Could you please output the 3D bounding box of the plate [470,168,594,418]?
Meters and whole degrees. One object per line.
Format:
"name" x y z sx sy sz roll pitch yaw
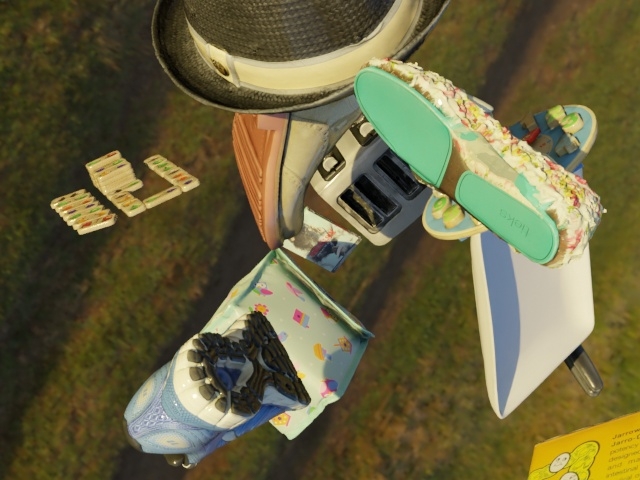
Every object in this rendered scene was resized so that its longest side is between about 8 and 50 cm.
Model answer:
"plate" 0.277 0.053 1.550 0.278 0.045 0.277 -32 120 -44

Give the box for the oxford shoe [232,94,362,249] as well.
"oxford shoe" -0.015 -0.120 1.291 0.147 0.140 0.397 -14 152 -13

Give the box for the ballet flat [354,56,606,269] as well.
"ballet flat" 0.128 -0.069 0.941 0.077 0.241 0.091 -28 153 -35

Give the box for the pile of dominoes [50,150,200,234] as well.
"pile of dominoes" -0.313 -0.087 1.806 0.196 0.251 0.040 -27 112 -15

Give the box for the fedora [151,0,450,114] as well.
"fedora" -0.038 -0.274 1.096 0.334 0.334 0.152 -49 141 -19

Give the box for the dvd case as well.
"dvd case" 0.000 0.000 2.054 0.119 0.013 0.087 28 116 -24

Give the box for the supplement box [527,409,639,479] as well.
"supplement box" 0.257 0.306 0.852 0.194 0.195 0.356 54 34 -17

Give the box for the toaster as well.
"toaster" 0.088 -0.101 1.788 0.168 0.110 0.186 -42 120 11

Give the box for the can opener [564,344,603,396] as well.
"can opener" 0.368 0.155 1.767 0.073 0.186 0.059 -32 163 -2

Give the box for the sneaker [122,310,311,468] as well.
"sneaker" -0.120 0.167 1.293 0.147 0.129 0.330 -32 168 16

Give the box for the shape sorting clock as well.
"shape sorting clock" 0.190 -0.074 1.198 0.206 0.206 0.040 -44 106 -25

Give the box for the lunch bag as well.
"lunch bag" -0.044 0.138 1.810 0.160 0.223 0.262 -46 -177 34
